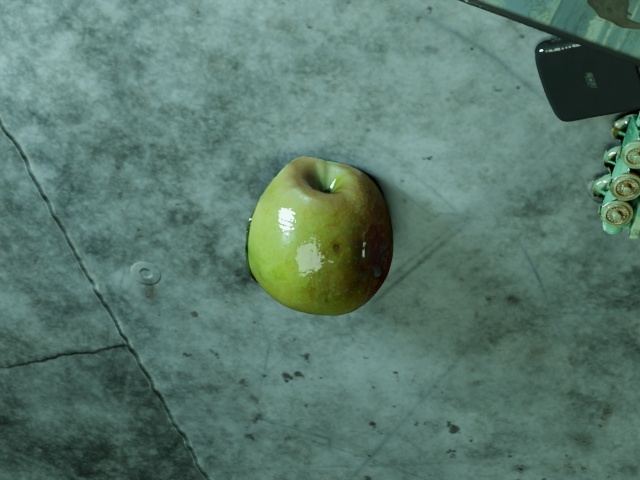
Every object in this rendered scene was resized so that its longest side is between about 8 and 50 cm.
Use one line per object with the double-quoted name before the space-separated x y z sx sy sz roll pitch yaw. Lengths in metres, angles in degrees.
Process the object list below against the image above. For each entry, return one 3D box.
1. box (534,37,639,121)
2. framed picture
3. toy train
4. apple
"box" 0.343 -0.211 2.117 0.125 0.027 0.126 -9 130 22
"framed picture" 0.331 -0.352 1.980 0.347 0.016 0.265 20 125 -6
"toy train" 0.431 -0.084 2.175 0.125 0.081 0.194 8 131 -2
"apple" 0.000 0.000 2.283 0.207 0.174 0.188 -4 134 -6
